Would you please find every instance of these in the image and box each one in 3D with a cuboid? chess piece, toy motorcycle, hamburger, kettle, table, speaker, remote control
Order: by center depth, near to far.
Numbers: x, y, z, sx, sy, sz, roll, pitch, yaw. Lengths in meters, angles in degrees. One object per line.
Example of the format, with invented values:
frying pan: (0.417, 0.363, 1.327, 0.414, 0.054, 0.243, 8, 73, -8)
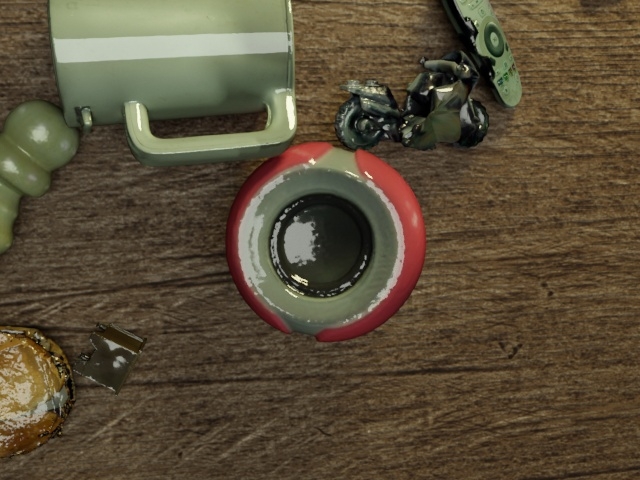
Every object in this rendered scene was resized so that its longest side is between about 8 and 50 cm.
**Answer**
kettle: (-0.198, -0.250, 1.085, 0.318, 0.265, 0.205, -4, 127, -11)
chess piece: (-0.454, -0.093, 1.141, 0.144, 0.144, 0.251, 42, 86, -15)
speaker: (0.000, 0.000, 1.161, 0.295, 0.294, 0.294, -2, 102, -9)
hamburger: (-0.494, 0.230, 1.207, 0.231, 0.107, 0.230, -1, 97, -11)
toy motorcycle: (0.150, -0.217, 1.219, 0.271, 0.106, 0.159, -3, 107, -24)
remote control: (0.251, -0.323, 1.241, 0.097, 0.045, 0.256, -44, 111, -39)
table: (-0.333, 0.181, 1.242, 0.082, 0.070, 0.083, 29, 96, -10)
